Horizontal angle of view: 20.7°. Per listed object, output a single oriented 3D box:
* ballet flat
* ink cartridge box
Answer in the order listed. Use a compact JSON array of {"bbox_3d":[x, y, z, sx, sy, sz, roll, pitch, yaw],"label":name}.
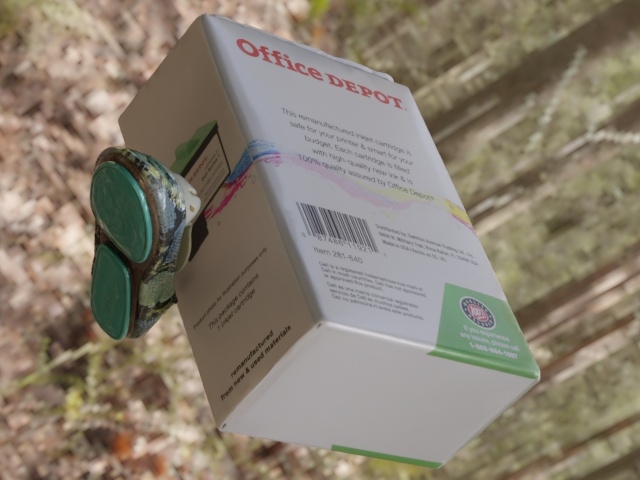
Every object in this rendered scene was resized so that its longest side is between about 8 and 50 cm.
[{"bbox_3d":[-0.104,-0.008,1.057,0.070,0.188,0.070,6,59,-10],"label":"ballet flat"},{"bbox_3d":[0.000,0.000,1.190,0.201,0.117,0.278,15,40,-39],"label":"ink cartridge box"}]
